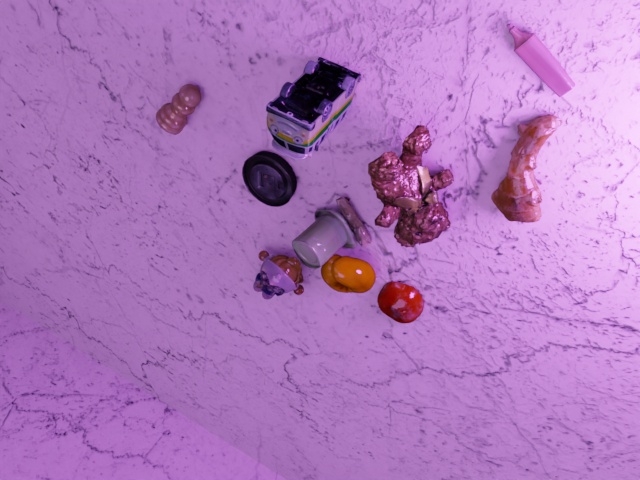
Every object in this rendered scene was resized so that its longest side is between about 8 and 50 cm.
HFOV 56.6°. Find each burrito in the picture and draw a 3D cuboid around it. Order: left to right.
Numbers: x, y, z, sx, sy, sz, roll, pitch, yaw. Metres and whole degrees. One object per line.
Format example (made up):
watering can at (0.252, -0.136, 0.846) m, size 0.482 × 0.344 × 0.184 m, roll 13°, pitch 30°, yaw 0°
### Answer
burrito at (0.100, -0.055, 1.793) m, size 0.045 × 0.041 × 0.185 m, roll -18°, pitch 116°, yaw 32°

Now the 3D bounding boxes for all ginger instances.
ginger at (0.496, -0.162, 1.418) m, size 0.131 × 0.086 × 0.294 m, roll 39°, pitch 137°, yaw 33°

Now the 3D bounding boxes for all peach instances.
peach at (0.083, 0.105, 1.874) m, size 0.179 × 0.103 × 0.179 m, roll 14°, pitch 163°, yaw 4°

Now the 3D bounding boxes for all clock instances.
clock at (-0.158, -0.192, 1.848) m, size 0.184 × 0.040 × 0.184 m, roll 18°, pitch 133°, yaw 21°

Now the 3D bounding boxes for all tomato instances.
tomato at (0.250, 0.207, 1.891) m, size 0.155 × 0.069 × 0.155 m, roll 17°, pitch 132°, yaw 20°

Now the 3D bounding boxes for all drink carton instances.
drink carton at (0.000, 0.000, 1.809) m, size 0.146 × 0.142 × 0.144 m, roll 5°, pitch 129°, yaw 52°

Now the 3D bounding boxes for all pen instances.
pen at (0.468, -0.392, 1.279) m, size 0.197 × 0.032 × 0.053 m, roll 44°, pitch 137°, yaw -10°

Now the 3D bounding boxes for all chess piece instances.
chess piece at (-0.422, -0.408, 1.817) m, size 0.170 × 0.094 × 0.094 m, roll -33°, pitch 103°, yaw 38°

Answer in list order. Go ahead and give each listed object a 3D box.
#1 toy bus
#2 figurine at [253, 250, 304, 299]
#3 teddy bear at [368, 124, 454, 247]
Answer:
toy bus at (-0.021, -0.323, 1.483) m, size 0.133 × 0.276 × 0.165 m, roll 27°, pitch 139°, yaw 13°
figurine at (-0.168, 0.128, 2.064) m, size 0.274 × 0.133 × 0.194 m, roll -8°, pitch 120°, yaw 50°
teddy bear at (0.238, -0.115, 1.521) m, size 0.222 × 0.246 × 0.296 m, roll 50°, pitch 168°, yaw 14°
